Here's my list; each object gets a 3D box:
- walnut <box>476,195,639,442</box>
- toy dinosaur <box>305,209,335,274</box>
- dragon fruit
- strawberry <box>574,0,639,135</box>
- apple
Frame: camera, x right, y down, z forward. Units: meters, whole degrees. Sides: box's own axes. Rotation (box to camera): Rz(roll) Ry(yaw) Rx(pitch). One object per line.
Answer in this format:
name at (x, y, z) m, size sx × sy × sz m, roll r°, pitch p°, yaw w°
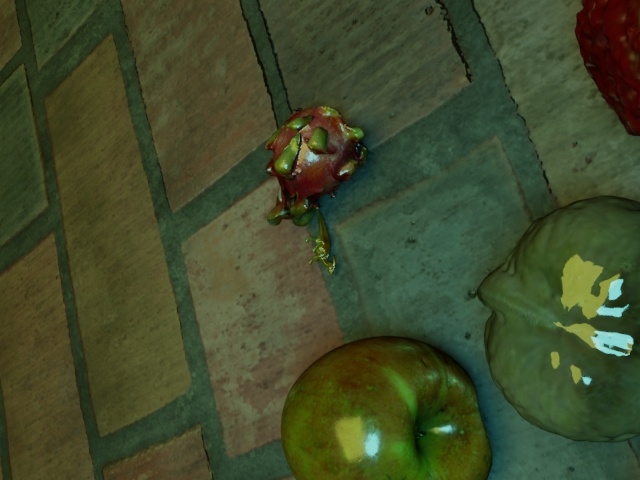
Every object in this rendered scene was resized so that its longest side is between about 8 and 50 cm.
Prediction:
walnut at (0.277, 0.078, 0.710) m, size 0.248 × 0.248 × 0.248 m, roll -6°, pitch 80°, yaw 38°
toy dinosaur at (-0.003, 0.002, 1.073) m, size 0.041 × 0.026 × 0.113 m, roll -29°, pitch 64°, yaw 30°
dragon fruit at (-0.020, -0.105, 1.040) m, size 0.133 × 0.150 × 0.207 m, roll 34°, pitch 113°, yaw 4°
strawberry at (0.364, -0.218, 0.632) m, size 0.292 × 0.310 × 0.291 m, roll -3°, pitch 85°, yaw 42°
apple at (0.074, 0.238, 0.881) m, size 0.226 × 0.246 × 0.246 m, roll -18°, pitch 72°, yaw 56°
